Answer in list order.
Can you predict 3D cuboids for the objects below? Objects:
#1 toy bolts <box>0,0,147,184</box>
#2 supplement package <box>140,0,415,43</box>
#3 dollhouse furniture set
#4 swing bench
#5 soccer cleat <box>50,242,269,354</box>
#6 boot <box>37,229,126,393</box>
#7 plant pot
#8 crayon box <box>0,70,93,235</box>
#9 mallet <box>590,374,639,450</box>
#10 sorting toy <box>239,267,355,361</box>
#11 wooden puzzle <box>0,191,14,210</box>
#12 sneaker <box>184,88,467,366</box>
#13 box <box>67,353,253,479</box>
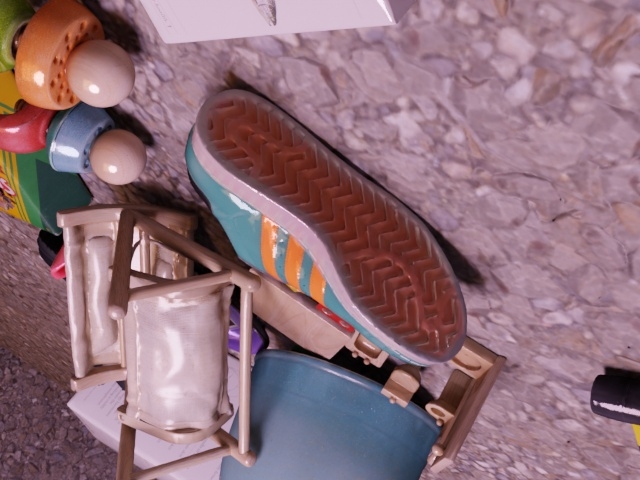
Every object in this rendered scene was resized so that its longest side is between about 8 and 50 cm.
[{"bbox_3d":[-0.268,-0.106,0.692,0.159,0.218,0.228,26,169,5],"label":"toy bolts"},{"bbox_3d":[-0.025,-0.182,0.383,0.179,0.105,0.105,9,141,40],"label":"supplement package"},{"bbox_3d":[0.083,0.158,0.760,0.151,0.123,0.144,31,151,8],"label":"dollhouse furniture set"},{"bbox_3d":[-0.196,0.113,0.833,0.255,0.165,0.253,40,132,51],"label":"swing bench"},{"bbox_3d":[-0.220,0.082,0.983,0.318,0.116,0.108,33,152,6],"label":"soccer cleat"},{"bbox_3d":[-0.353,0.114,1.107,0.246,0.094,0.207,29,116,3],"label":"boot"},{"bbox_3d":[-0.012,0.316,0.915,0.272,0.255,0.271,20,157,9],"label":"plant pot"},{"bbox_3d":[-0.449,-0.159,0.908,0.202,0.081,0.318,20,147,28],"label":"crayon box"},{"bbox_3d":[0.309,0.186,0.656,0.062,0.039,0.189,-1,140,45],"label":"mallet"},{"bbox_3d":[-0.021,0.071,0.817,0.132,0.046,0.274,34,157,3],"label":"sorting toy"},{"bbox_3d":[-0.440,-0.065,0.946,0.083,0.006,0.049,33,152,5],"label":"wooden puzzle"},{"bbox_3d":[0.000,0.000,0.642,0.302,0.108,0.121,45,152,0],"label":"sneaker"},{"bbox_3d":[-0.212,0.308,1.215,0.345,0.215,0.168,27,151,17],"label":"box"}]
